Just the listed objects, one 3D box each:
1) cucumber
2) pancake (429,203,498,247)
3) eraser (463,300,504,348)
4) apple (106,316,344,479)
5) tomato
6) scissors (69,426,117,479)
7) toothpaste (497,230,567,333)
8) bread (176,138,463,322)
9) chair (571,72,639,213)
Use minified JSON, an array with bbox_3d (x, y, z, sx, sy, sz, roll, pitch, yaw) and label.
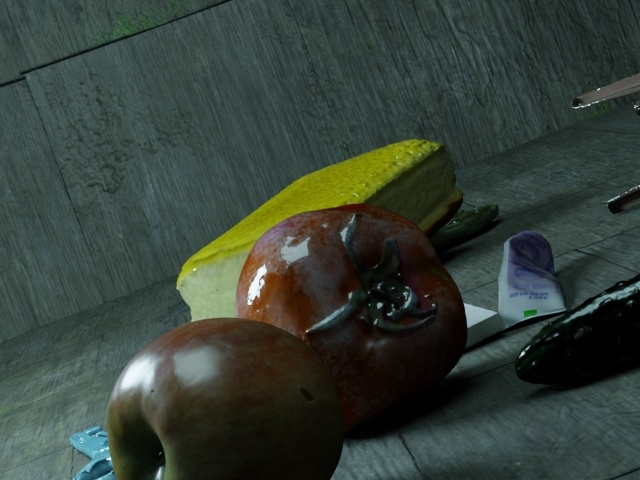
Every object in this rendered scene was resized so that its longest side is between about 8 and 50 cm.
[{"bbox_3d":[0.313,0.056,1.679,0.303,0.072,0.081,-20,-37,1],"label":"cucumber"},{"bbox_3d":[0.150,-0.004,2.894,0.254,0.037,0.253,-21,5,2],"label":"pancake"},{"bbox_3d":[0.133,0.102,2.069,0.104,0.023,0.150,-26,8,-10],"label":"eraser"},{"bbox_3d":[-0.076,0.156,1.572,0.174,0.188,0.188,-11,0,-34],"label":"apple"},{"bbox_3d":[0.020,0.075,1.850,0.232,0.232,0.188,-25,-14,-35],"label":"tomato"},{"bbox_3d":[-0.217,0.229,2.099,0.180,0.032,0.393,-22,6,-18],"label":"scissors"},{"bbox_3d":[0.240,0.043,2.160,0.075,0.048,0.301,8,17,5],"label":"toothpaste"},{"bbox_3d":[0.000,0.000,2.707,0.324,0.143,0.333,-15,16,47],"label":"bread"},{"bbox_3d":[0.531,-0.171,2.493,0.326,0.175,0.183,-24,-6,38],"label":"chair"}]
